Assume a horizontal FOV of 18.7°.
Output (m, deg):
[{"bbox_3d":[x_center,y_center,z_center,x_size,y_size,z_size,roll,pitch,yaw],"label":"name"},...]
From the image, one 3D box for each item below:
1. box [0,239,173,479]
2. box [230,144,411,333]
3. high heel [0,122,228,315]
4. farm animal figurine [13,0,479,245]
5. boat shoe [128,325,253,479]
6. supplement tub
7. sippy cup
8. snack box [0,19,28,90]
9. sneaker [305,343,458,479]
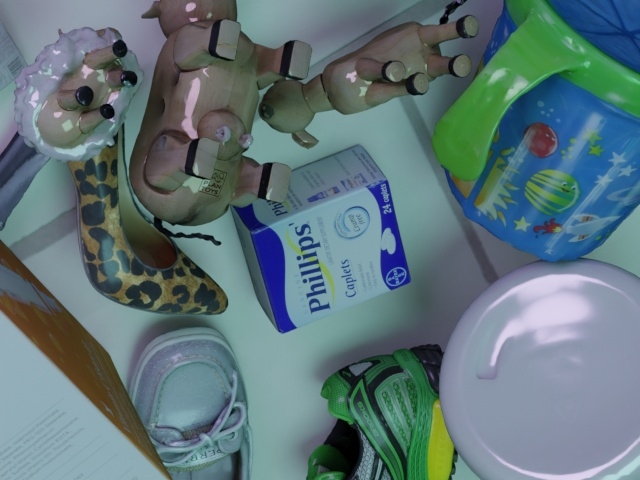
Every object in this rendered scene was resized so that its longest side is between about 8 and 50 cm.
[{"bbox_3d":[-0.305,0.102,1.622,0.168,0.215,0.345,-37,129,2],"label":"box"},{"bbox_3d":[0.000,0.000,1.784,0.137,0.072,0.126,-22,127,-9],"label":"box"},{"bbox_3d":[-0.147,-0.042,1.672,0.261,0.093,0.186,29,112,-26],"label":"high heel"},{"bbox_3d":[-0.065,-0.145,1.582,0.330,0.172,0.327,34,71,-27],"label":"farm animal figurine"},{"bbox_3d":[-0.116,0.226,1.858,0.118,0.103,0.320,-9,124,-19],"label":"boat shoe"},{"bbox_3d":[0.260,0.174,1.863,0.235,0.235,0.325,-37,152,2],"label":"supplement tub"},{"bbox_3d":[0.227,-0.111,1.731,0.305,0.240,0.224,16,124,-22],"label":"sippy cup"},{"bbox_3d":[-0.285,-0.166,1.527,0.064,0.022,0.178,-40,154,-9],"label":"snack box"},{"bbox_3d":[0.050,0.262,1.959,0.146,0.134,0.343,-5,114,-14],"label":"sneaker"}]
